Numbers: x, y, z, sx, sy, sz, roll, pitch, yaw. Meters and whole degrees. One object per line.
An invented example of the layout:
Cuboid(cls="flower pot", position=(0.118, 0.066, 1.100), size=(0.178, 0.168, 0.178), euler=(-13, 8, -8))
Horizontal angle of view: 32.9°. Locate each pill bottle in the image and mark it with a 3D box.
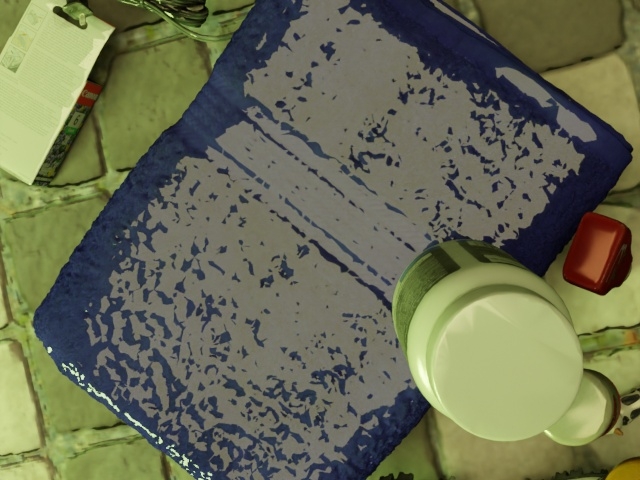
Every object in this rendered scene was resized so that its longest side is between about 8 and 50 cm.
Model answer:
Cuboid(cls="pill bottle", position=(0.078, 0.045, 0.521), size=(0.078, 0.137, 0.078), euler=(0, 97, 0))

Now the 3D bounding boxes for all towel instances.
Cuboid(cls="towel", position=(0.000, 0.000, 0.639), size=(0.228, 0.076, 0.308), euler=(38, 96, 6))

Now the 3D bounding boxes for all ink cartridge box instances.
Cuboid(cls="ink cartridge box", position=(-0.179, -0.099, 0.699), size=(0.063, 0.029, 0.115), euler=(31, 96, 10))

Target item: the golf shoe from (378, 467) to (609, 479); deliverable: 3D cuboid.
Cuboid(cls="golf shoe", position=(0.113, 0.181, 0.597), size=(0.198, 0.094, 0.077), euler=(-8, 116, 21))

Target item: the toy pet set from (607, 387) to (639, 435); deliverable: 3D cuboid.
Cuboid(cls="toy pet set", position=(0.211, 0.133, 0.604), size=(0.114, 0.065, 0.122), euler=(-34, 85, 10))

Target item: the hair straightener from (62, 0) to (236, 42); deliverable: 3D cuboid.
Cuboid(cls="hair straightener", position=(-0.124, -0.165, 0.675), size=(0.231, 0.047, 0.089), euler=(20, 73, 4))

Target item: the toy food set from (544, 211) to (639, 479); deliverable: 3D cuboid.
Cuboid(cls="toy food set", position=(0.190, 0.037, 0.584), size=(0.111, 0.104, 0.232), euler=(19, 91, 21))
